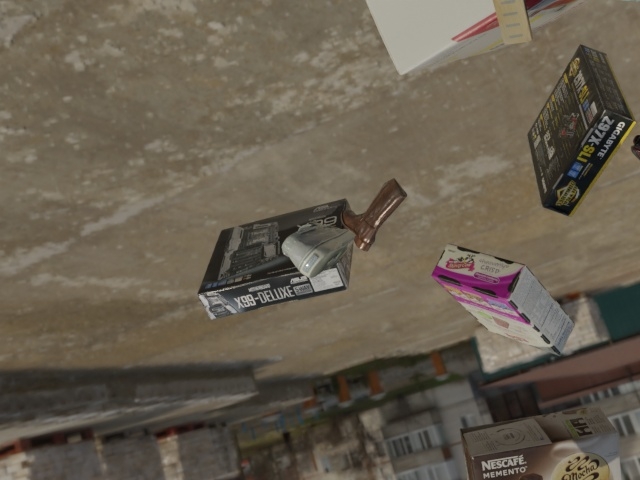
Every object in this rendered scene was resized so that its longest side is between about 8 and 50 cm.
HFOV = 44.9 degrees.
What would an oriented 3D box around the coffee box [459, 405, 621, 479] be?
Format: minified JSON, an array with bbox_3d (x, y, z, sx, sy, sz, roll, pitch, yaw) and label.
[{"bbox_3d":[0.454,0.463,1.603,0.297,0.168,0.119,-10,-164,2],"label":"coffee box"}]

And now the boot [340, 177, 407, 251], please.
[{"bbox_3d":[0.081,-0.055,1.158,0.037,0.106,0.114,17,116,-31],"label":"boot"}]

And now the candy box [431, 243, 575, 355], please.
[{"bbox_3d":[0.317,0.103,1.332,0.159,0.071,0.233,18,163,45],"label":"candy box"}]

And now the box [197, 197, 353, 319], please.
[{"bbox_3d":[-0.084,0.036,1.638,0.307,0.242,0.076,-13,122,16],"label":"box"}]

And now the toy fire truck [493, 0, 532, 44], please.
[{"bbox_3d":[0.210,-0.397,1.114,0.217,0.246,0.158,2,-162,41],"label":"toy fire truck"}]

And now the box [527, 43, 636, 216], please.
[{"bbox_3d":[0.561,-0.246,1.705,0.079,0.322,0.257,20,127,-8],"label":"box"}]

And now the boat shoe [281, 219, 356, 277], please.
[{"bbox_3d":[-0.001,0.001,1.279,0.079,0.081,0.227,-51,171,16],"label":"boat shoe"}]

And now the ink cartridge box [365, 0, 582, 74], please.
[{"bbox_3d":[0.314,-0.445,1.365,0.385,0.160,0.279,-25,180,-44],"label":"ink cartridge box"}]

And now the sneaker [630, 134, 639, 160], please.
[{"bbox_3d":[0.853,-0.188,1.918,0.162,0.281,0.106,32,108,-20],"label":"sneaker"}]
